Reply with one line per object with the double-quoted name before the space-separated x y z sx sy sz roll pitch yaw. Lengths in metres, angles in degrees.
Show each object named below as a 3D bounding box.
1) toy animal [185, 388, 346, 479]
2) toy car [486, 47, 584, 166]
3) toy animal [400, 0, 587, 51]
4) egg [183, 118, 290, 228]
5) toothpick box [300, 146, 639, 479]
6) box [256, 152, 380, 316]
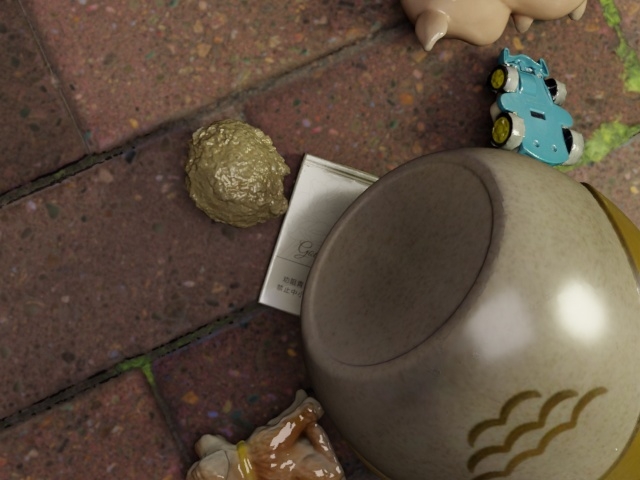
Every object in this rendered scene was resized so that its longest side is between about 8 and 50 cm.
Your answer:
"toy animal" -0.060 0.301 1.780 0.185 0.104 0.184 -24 92 -13
"toy car" 0.249 -0.153 1.860 0.126 0.098 0.162 10 56 -35
"toy animal" 0.216 -0.323 1.812 0.250 0.154 0.166 -16 49 -9
"egg" -0.103 -0.080 1.774 0.118 0.116 0.140 -27 93 19
"toothpick box" 0.217 0.125 1.684 0.425 0.409 0.409 38 82 -34
"box" 0.000 0.000 1.833 0.109 0.029 0.198 18 87 -9
